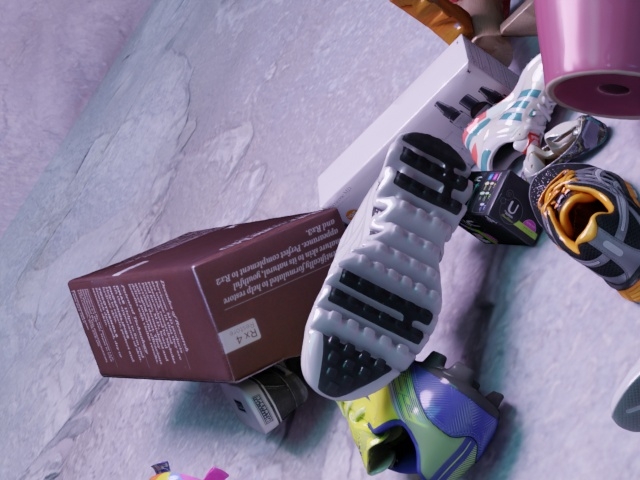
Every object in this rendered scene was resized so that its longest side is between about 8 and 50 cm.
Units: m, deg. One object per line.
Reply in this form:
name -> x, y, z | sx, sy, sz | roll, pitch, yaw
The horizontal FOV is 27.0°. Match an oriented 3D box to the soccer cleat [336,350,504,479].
soccer cleat -> 0.055, 0.154, 1.240 | 0.121, 0.093, 0.289 | -56, 25, -11

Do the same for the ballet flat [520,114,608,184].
ballet flat -> 0.221, -0.085, 1.276 | 0.114, 0.041, 0.041 | -39, 31, 37

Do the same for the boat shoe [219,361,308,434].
boat shoe -> -0.067, 0.165, 1.501 | 0.070, 0.077, 0.219 | -29, 13, -14

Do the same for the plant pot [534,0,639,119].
plant pot -> 0.271, -0.210, 1.170 | 0.201, 0.201, 0.180 | -11, 69, 58

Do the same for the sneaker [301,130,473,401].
sneaker -> 0.054, 0.035, 1.238 | 0.118, 0.110, 0.292 | -46, 14, 53

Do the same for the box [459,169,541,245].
box -> 0.170, -0.031, 1.281 | 0.083, 0.062, 0.052 | 3, 64, 63

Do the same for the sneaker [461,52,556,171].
sneaker -> 0.214, -0.123, 1.331 | 0.161, 0.057, 0.075 | -44, 45, 26

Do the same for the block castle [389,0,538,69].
block castle -> 0.211, -0.422, 1.365 | 0.453, 0.303, 0.212 | -46, 25, 27

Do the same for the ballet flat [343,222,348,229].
ballet flat -> 0.000, 0.000, 1.578 | 0.173, 0.049, 0.057 | -45, 27, 27

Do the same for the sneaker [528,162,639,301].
sneaker -> 0.227, -0.025, 1.146 | 0.084, 0.083, 0.215 | -56, 23, 8

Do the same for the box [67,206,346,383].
box -> -0.129, 0.068, 1.538 | 0.191, 0.143, 0.381 | -23, 9, -30

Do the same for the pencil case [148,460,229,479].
pencil case -> -0.165, 0.358, 1.421 | 0.104, 0.104, 0.236 | -29, 39, 47

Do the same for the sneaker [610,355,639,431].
sneaker -> 0.271, 0.079, 0.991 | 0.152, 0.054, 0.061 | -49, 16, 6

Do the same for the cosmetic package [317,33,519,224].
cosmetic package -> 0.109, -0.102, 1.435 | 0.239, 0.099, 0.060 | -45, 28, 29
